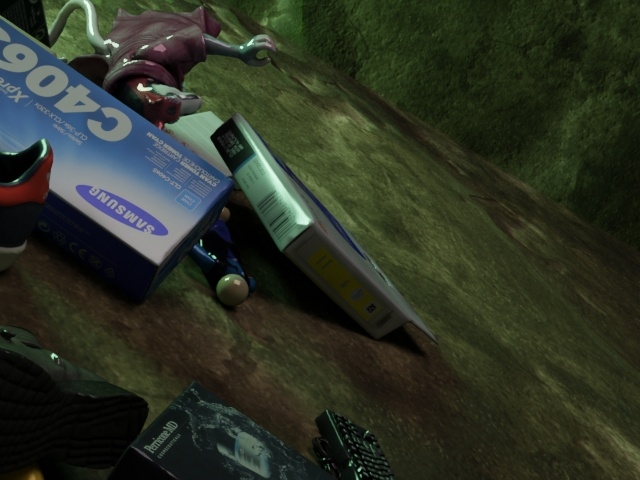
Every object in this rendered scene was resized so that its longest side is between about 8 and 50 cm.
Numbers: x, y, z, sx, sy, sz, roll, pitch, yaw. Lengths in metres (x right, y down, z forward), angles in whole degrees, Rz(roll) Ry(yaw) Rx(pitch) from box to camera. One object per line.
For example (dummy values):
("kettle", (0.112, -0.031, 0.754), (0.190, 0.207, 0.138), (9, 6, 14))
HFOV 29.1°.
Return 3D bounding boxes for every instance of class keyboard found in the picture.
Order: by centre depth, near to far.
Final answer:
("keyboard", (0.042, 0.231, 1.230), (0.108, 0.023, 0.180), (25, 17, -27))

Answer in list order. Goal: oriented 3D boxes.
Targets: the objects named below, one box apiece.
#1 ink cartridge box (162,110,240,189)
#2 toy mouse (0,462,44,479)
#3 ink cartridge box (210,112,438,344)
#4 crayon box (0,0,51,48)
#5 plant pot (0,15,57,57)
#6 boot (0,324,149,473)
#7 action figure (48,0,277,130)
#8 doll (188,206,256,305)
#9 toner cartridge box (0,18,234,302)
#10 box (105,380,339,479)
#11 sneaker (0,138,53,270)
("ink cartridge box", (-0.179, -0.125, 1.839), (0.145, 0.045, 0.179), (41, 36, 21))
("toy mouse", (-0.241, 0.169, 0.837), (0.143, 0.031, 0.161), (17, 23, -46))
("ink cartridge box", (0.000, 0.000, 1.690), (0.307, 0.072, 0.303), (48, 3, -39))
("crayon box", (-0.506, -0.382, 1.645), (0.318, 0.081, 0.202), (38, -24, 13))
("plant pot", (-0.400, -0.197, 1.477), (0.109, 0.109, 0.096), (34, 28, -1))
("boot", (-0.250, 0.098, 0.885), (0.161, 0.083, 0.246), (25, -3, 30))
("action figure", (-0.234, -0.234, 1.642), (0.276, 0.248, 0.370), (29, 14, -14))
("doll", (-0.126, 0.015, 1.484), (0.129, 0.046, 0.189), (34, 19, -36))
("toner cartridge box", (-0.281, -0.097, 1.335), (0.348, 0.075, 0.165), (35, 47, 3))
("box", (-0.078, 0.206, 0.940), (0.158, 0.093, 0.156), (34, 16, 3))
("sneaker", (-0.403, -0.103, 1.103), (0.350, 0.148, 0.131), (24, 19, -31))
